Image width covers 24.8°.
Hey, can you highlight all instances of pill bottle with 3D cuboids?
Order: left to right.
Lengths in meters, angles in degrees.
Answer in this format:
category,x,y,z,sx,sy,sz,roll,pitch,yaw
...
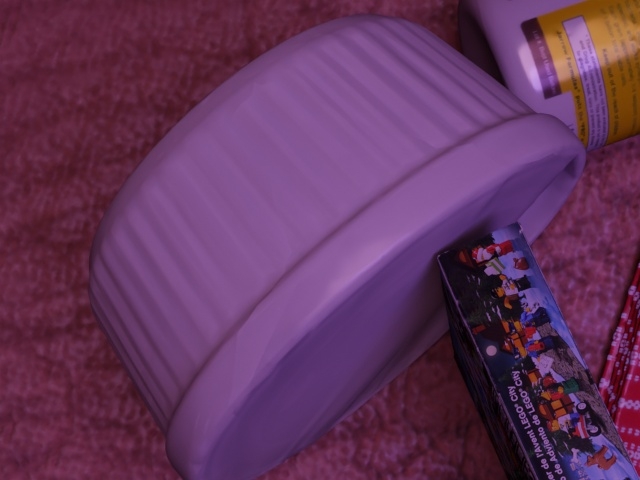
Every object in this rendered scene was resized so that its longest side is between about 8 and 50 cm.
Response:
category,x,y,z,sx,sy,sz,roll,pitch,yaw
pill bottle,0.197,-0.127,0.848,0.215,0.117,0.117,-19,87,-3

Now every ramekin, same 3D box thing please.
category,x,y,z,sx,sy,sz,roll,pitch,yaw
ramekin,0.000,0.000,0.767,0.273,0.273,0.127,-40,75,-4

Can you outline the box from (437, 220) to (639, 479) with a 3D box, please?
category,x,y,z,sx,sy,sz,roll,pitch,yaw
box,0.115,0.099,0.755,0.044,0.233,0.159,-23,72,0

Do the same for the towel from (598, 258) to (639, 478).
category,x,y,z,sx,sy,sz,roll,pitch,yaw
towel,0.258,0.136,0.877,0.199,0.031,0.274,17,85,-2
